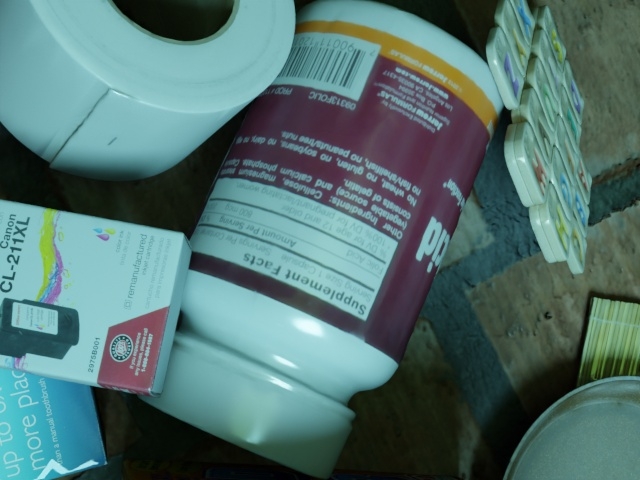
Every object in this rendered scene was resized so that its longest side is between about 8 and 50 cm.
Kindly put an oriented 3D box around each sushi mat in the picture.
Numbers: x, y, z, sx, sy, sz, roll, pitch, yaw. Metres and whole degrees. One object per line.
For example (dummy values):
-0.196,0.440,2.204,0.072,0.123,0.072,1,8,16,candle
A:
0.337,0.228,1.002,0.151,0.019,0.317,16,81,-13,sushi mat

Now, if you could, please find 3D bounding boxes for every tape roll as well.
-0.167,-0.194,0.799,0.246,0.169,0.246,12,66,-30,tape roll

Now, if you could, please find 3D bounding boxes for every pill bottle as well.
0.000,0.000,0.834,0.224,0.224,0.392,26,79,-11,pill bottle

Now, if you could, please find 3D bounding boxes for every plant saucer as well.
0.316,0.298,0.956,0.310,0.050,0.311,1,86,-15,plant saucer

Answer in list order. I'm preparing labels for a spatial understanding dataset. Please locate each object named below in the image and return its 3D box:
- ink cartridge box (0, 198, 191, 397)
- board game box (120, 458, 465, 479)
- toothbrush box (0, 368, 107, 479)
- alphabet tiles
-0.202,0.045,0.710,0.175,0.072,0.127,10,79,-1,ink cartridge box
0.007,0.388,0.729,0.356,0.356,0.357,7,83,-14,board game box
-0.354,0.122,0.784,0.295,0.126,0.216,-12,87,-14,toothbrush box
0.229,-0.116,0.903,0.278,0.021,0.284,60,33,-31,alphabet tiles
